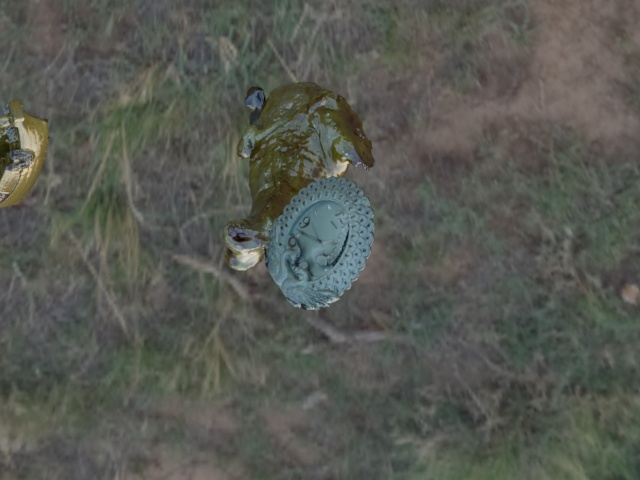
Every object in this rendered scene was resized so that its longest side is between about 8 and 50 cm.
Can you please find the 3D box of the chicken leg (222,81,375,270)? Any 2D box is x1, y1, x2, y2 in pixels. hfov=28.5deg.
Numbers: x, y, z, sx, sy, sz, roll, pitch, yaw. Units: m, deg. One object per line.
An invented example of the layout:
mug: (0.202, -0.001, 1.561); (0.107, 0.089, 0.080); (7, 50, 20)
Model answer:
chicken leg: (-0.027, -0.101, 1.887); (0.211, 0.361, 0.140); (-11, 135, 14)

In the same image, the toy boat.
toy boat: (-0.268, -0.069, 1.080); (0.049, 0.047, 0.149); (-5, 154, -30)

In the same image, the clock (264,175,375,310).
clock: (0.000, 0.000, 0.760); (0.083, 0.074, 0.010); (-50, 146, 18)
